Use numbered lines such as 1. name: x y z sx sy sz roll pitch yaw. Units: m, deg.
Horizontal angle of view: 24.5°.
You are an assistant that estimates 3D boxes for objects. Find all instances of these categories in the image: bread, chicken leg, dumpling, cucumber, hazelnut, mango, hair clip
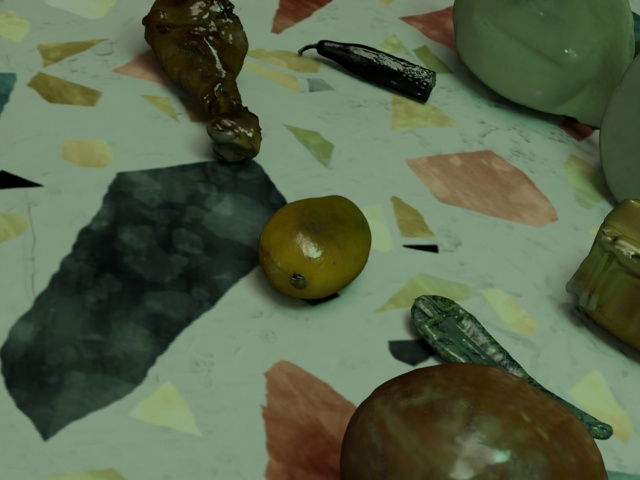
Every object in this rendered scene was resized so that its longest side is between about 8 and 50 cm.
1. bread: 0.373 0.065 1.457 0.241 0.107 0.136 32 36 15
2. chicken leg: -0.118 -0.177 1.575 0.107 0.087 0.251 -15 52 -9
3. dumpling: 0.272 -0.269 1.738 0.243 0.227 0.175 24 44 2
4. cucumber: 0.056 -0.206 1.721 0.163 0.043 0.039 23 -1 2
5. hazelnut: 0.114 0.181 1.115 0.214 0.176 0.214 10 -8 1
6. mango: 0.000 0.000 1.412 0.101 0.066 0.187 28 29 10
7. hair clip: 0.171 0.122 1.351 0.229 0.036 0.066 36 35 31

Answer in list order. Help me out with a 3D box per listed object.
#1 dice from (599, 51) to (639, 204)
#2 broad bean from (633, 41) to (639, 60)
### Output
1. dice: 0.484 -0.129 1.632 0.251 0.259 0.243 -17 52 -40
2. broad bean: 0.402 -0.200 1.840 0.174 0.082 0.124 -18 49 -26
